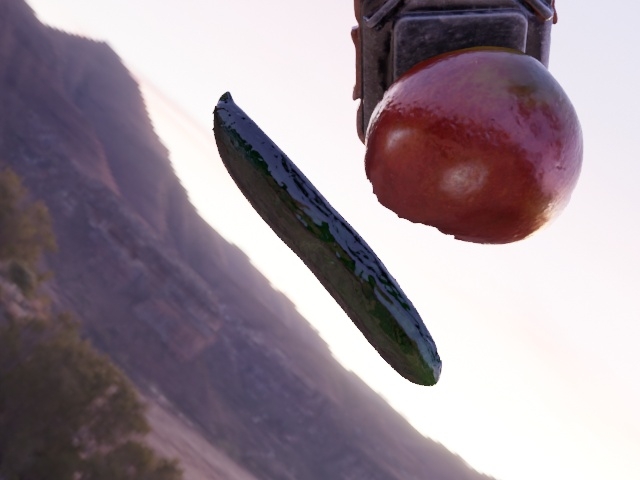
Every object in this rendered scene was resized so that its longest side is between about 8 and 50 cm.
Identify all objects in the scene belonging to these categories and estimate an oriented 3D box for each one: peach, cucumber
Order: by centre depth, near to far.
[{"bbox_3d":[0.000,0.000,0.533,0.184,0.033,0.036,49,-7,13],"label":"cucumber"},{"bbox_3d":[0.105,-0.071,0.735,0.151,0.151,0.118,39,20,27],"label":"peach"}]

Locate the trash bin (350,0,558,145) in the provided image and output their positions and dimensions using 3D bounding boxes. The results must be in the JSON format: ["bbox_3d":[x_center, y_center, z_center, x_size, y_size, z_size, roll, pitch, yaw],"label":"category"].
[{"bbox_3d":[0.102,-0.178,0.911,0.239,0.161,0.184,-94,-179,-57],"label":"trash bin"}]
